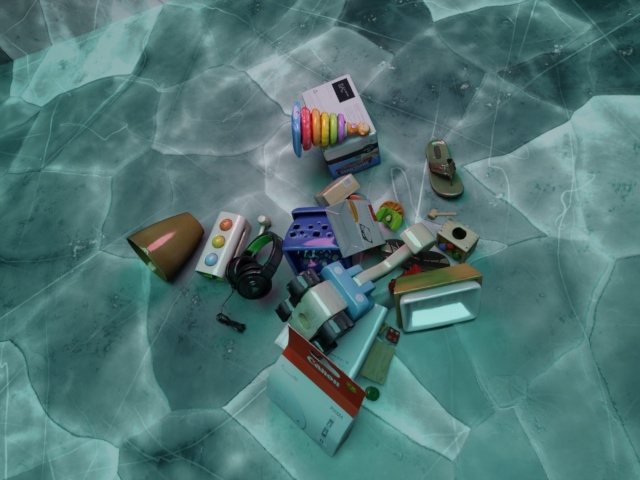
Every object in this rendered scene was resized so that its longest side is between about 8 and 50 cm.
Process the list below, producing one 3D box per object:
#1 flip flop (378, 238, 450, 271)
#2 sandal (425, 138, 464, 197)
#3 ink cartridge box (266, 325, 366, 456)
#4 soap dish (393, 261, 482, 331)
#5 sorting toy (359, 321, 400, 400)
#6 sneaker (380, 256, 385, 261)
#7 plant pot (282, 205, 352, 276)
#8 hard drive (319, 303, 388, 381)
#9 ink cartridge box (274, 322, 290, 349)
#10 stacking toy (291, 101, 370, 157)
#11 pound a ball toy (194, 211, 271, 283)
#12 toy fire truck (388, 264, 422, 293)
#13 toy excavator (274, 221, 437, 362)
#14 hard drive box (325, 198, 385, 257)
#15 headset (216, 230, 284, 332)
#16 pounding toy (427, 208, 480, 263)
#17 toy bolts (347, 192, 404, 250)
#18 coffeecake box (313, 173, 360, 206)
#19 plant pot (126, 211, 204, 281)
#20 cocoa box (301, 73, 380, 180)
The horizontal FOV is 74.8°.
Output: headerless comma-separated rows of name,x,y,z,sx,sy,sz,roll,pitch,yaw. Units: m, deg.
flip flop,0.348,0.073,1.578,0.277,0.080,0.112,14,52,-6
sandal,0.500,-0.305,1.725,0.120,0.086,0.302,-14,64,5
ink cartridge box,-0.030,0.481,1.311,0.308,0.384,0.091,36,52,24
soap dish,0.400,0.197,1.449,0.291,0.228,0.118,-12,47,6
sorting toy,0.179,0.404,1.460,0.132,0.046,0.274,29,70,-13
sneaker,0.291,0.066,1.627,0.098,0.038,0.069,-30,67,5
plant pot,0.000,0.000,1.611,0.236,0.236,0.212,-3,58,10
hard drive,0.072,0.340,1.444,0.210,0.040,0.318,19,70,33
ink cartridge box,0.021,0.331,1.540,0.261,0.066,0.296,30,74,22
stacking toy,0.042,-0.427,1.600,0.302,0.165,0.175,-1,57,-1
pound a ball toy,-0.359,0.010,1.723,0.208,0.135,0.319,13,69,16
toy fire truck,0.361,0.154,1.538,0.192,0.135,0.047,-41,28,30
toy excavator,0.124,0.141,1.359,0.445,0.432,0.222,-24,67,-37
hard drive box,0.128,-0.048,1.480,0.089,0.232,0.181,-22,86,25
headset,-0.258,0.154,1.600,0.394,0.185,0.243,-55,30,-6
pounding toy,0.470,-0.027,1.551,0.206,0.181,0.094,38,78,24
toy bolts,0.198,-0.095,1.682,0.229,0.158,0.218,32,115,3
coffeecake box,0.063,-0.198,1.707,0.142,0.185,0.068,-39,101,-8
plant pot,-0.622,0.004,1.749,0.237,0.237,0.254,34,61,23
cocoa box,0.091,-0.483,1.807,0.232,0.228,0.346,-20,64,4
